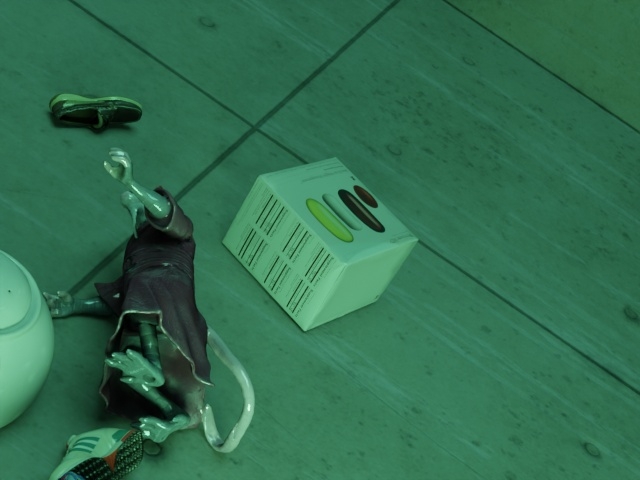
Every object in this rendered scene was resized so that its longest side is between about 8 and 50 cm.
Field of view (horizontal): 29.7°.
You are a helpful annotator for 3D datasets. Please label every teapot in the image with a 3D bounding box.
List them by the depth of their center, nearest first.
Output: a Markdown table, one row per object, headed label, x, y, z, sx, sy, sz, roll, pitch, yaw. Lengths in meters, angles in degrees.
| label | x | y | z | sx | sy | sz | roll | pitch | yaw |
| --- | --- | --- | --- | --- | --- | --- | --- | --- | --- |
| teapot | -0.416 | 0.094 | 1.410 | 0.256 | 0.187 | 0.252 | 39 | 35 | 8 |

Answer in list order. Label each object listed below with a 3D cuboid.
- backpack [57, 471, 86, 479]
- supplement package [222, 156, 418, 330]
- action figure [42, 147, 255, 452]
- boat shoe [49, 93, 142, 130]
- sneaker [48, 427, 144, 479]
| label | x | y | z | sx | sy | sz | roll | pitch | yaw |
| --- | --- | --- | --- | --- | --- | --- | --- | --- | --- |
| backpack | -0.235 | 0.347 | 1.253 | 0.173 | 0.117 | 0.158 | 49 | 4 | -32 |
| supplement package | 0.000 | 0.000 | 1.887 | 0.203 | 0.149 | 0.194 | 46 | 36 | 20 |
| action figure | -0.200 | 0.055 | 1.577 | 0.276 | 0.248 | 0.370 | 19 | 39 | -20 |
| boat shoe | -0.358 | -0.201 | 1.942 | 0.152 | 0.056 | 0.049 | 0 | 50 | -26 |
| sneaker | -0.280 | 0.263 | 1.422 | 0.075 | 0.057 | 0.161 | 5 | 17 | 27 |
